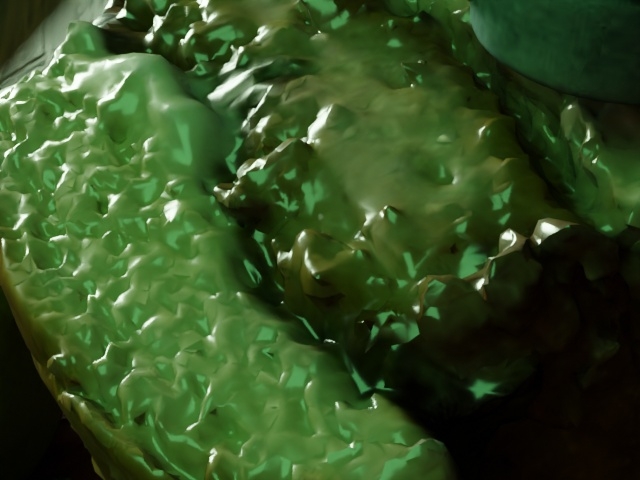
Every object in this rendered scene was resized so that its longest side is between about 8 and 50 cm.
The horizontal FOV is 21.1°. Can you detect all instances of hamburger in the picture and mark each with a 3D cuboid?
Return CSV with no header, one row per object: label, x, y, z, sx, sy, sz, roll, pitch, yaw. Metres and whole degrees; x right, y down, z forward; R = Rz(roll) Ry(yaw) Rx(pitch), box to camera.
hamburger,0.000,0.000,0.450,0.155,0.245,0.282,-29,-7,-6

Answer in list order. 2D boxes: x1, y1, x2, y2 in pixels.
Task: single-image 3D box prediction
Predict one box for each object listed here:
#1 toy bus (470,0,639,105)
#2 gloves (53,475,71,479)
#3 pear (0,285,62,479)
toy bus,0.154,-0.091,0.338,0.271,0.133,0.165,20,33,11
gloves,-0.078,0.127,0.461,0.153,0.070,0.114,-31,39,44
pear,-0.177,0.042,0.593,0.180,0.166,0.216,-65,15,-8
